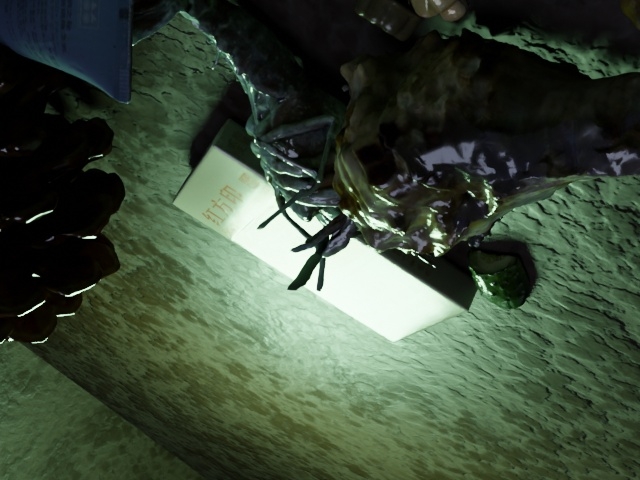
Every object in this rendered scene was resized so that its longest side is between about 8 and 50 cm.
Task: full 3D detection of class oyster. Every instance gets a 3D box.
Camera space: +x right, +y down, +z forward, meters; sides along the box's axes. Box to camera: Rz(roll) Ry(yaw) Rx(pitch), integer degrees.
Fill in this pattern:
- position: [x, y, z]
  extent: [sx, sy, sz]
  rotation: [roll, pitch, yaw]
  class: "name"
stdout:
- position: [0.167, -0.075, 0.758]
  extent: [0.336, 0.133, 0.198]
  rotation: [-2, 113, 14]
  class: "oyster"

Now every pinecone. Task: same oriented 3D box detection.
- position: [-0.418, -0.063, 1.102]
  extent: [0.397, 0.398, 0.398]
  rotation: [22, 153, 12]
  class: "pinecone"

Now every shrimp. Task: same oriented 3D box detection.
- position: [-0.034, -0.097, 0.916]
  extent: [0.411, 0.166, 0.221]
  rotation: [56, 179, -21]
  class: "shrimp"

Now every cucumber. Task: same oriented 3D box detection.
- position: [0.211, 0.055, 1.075]
  extent: [0.067, 0.035, 0.107]
  rotation: [8, 149, 33]
  class: "cucumber"

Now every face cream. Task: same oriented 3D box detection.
- position: [-0.243, -0.212, 0.863]
  extent: [0.086, 0.136, 0.385]
  rotation: [-1, -168, -32]
  class: "face cream"

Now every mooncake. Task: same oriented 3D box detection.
- position: [-0.082, -0.244, 0.790]
  extent: [0.346, 0.057, 0.150]
  rotation: [21, -176, 29]
  class: "mooncake"

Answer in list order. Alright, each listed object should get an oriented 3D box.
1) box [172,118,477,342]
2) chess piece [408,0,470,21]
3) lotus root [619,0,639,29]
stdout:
- position: [-0.001, 0.000, 1.157]
  extent: [0.365, 0.051, 0.204]
  rotation: [33, 154, -10]
  class: "box"
- position: [0.053, -0.230, 0.691]
  extent: [0.172, 0.060, 0.060]
  rotation: [39, 152, -28]
  class: "chess piece"
- position: [0.237, -0.180, 0.612]
  extent: [0.054, 0.049, 0.099]
  rotation: [27, 148, 5]
  class: "lotus root"
